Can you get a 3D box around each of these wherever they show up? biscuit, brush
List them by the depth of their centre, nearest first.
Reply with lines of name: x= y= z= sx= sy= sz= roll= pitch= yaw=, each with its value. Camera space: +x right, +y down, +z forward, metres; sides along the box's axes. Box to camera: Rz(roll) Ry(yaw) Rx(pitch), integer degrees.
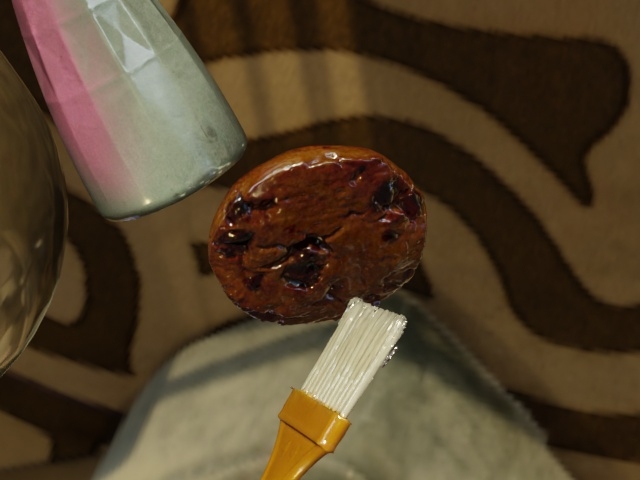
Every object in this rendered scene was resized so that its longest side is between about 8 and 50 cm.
brush: x=-0.047 y=0.171 z=0.955 sx=0.017 sy=0.314 sz=0.090 roll=32 pitch=175 yaw=-16
biscuit: x=0.000 y=0.000 z=1.400 sx=0.192 sy=0.049 sz=0.192 roll=-11 pitch=137 yaw=-11

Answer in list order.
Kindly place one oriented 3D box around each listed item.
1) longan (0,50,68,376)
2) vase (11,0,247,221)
longan: x=-0.304 y=-0.049 z=1.007 sx=0.350 sy=0.288 sz=0.288 roll=55 pitch=135 yaw=7
vase: x=-0.121 y=-0.120 z=0.851 sx=0.086 sy=0.086 sz=0.214 roll=-17 pitch=109 yaw=34
